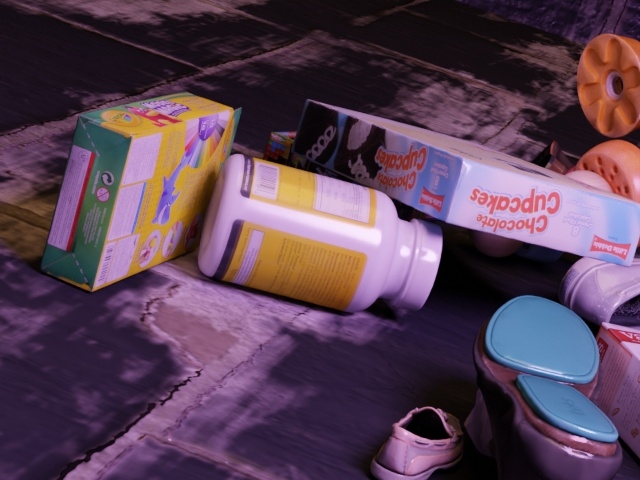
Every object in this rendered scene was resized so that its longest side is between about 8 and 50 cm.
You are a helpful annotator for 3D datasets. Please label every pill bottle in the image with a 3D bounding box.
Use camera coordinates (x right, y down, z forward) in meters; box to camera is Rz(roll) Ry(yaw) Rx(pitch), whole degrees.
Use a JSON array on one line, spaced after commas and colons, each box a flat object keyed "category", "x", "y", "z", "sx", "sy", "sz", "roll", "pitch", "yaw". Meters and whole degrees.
[{"category": "pill bottle", "x": 0.000, "y": 0.000, "z": 1.456, "sx": 0.184, "sy": 0.103, "sz": 0.103, "roll": 15, "pitch": 16, "yaw": -10}]

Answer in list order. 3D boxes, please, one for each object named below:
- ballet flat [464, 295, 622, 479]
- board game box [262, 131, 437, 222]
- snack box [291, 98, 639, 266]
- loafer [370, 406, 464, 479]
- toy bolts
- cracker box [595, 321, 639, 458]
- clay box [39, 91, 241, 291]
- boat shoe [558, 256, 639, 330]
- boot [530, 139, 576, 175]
[{"category": "ballet flat", "x": 0.141, "y": 0.119, "z": 1.215, "sx": 0.095, "sy": 0.096, "sz": 0.280, "roll": 19, "pitch": 16, "yaw": 0}, {"category": "board game box", "x": 0.045, "y": -0.065, "z": 1.825, "sx": 0.141, "sy": 0.048, "sz": 0.170, "roll": 30, "pitch": 20, "yaw": 31}, {"category": "snack box", "x": 0.123, "y": -0.055, "z": 1.595, "sx": 0.187, "sy": 0.060, "sz": 0.322, "roll": 13, "pitch": 7, "yaw": -26}, {"category": "loafer", "x": 0.071, "y": 0.131, "z": 1.205, "sx": 0.045, "sy": 0.039, "sz": 0.125, "roll": 22, "pitch": 17, "yaw": 18}, {"category": "toy bolts", "x": 0.235, "y": -0.069, "z": 1.733, "sx": 0.158, "sy": 0.228, "sz": 0.218, "roll": -10, "pitch": 70, "yaw": -30}, {"category": "cracker box", "x": 0.313, "y": 0.147, "z": 1.359, "sx": 0.155, "sy": 0.067, "sz": 0.232, "roll": 12, "pitch": 16, "yaw": -20}, {"category": "clay box", "x": -0.135, "y": -0.045, "z": 1.421, "sx": 0.053, "sy": 0.127, "sz": 0.222, "roll": 21, "pitch": 15, "yaw": 15}, {"category": "boat shoe", "x": 0.325, "y": 0.058, "z": 1.675, "sx": 0.227, "sy": 0.079, "sz": 0.081, "roll": -1, "pitch": 33, "yaw": -36}, {"category": "boot", "x": 0.274, "y": -0.047, "z": 2.005, "sx": 0.106, "sy": 0.082, "sz": 0.219, "roll": 40, "pitch": 12, "yaw": -1}]
